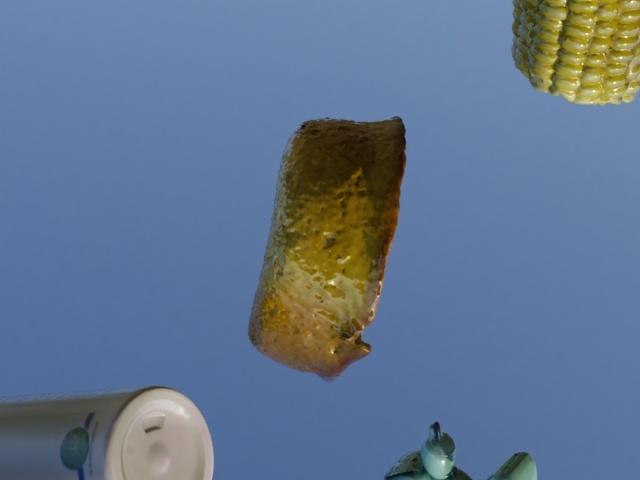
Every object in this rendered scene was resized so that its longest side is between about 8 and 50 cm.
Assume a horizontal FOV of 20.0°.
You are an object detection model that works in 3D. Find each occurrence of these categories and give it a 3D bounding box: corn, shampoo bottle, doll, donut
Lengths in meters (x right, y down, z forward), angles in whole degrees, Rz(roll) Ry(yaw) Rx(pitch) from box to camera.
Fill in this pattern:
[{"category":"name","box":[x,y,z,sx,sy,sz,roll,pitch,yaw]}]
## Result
[{"category":"corn","box":[0.157,-0.193,0.978,0.093,0.244,0.093,4,-154,-2]},{"category":"shampoo bottle","box":[-0.207,0.146,1.179,0.303,0.092,0.092,-7,-175,40]},{"category":"doll","box":[0.150,0.243,1.727,0.159,0.158,0.059,43,-127,8]},{"category":"donut","box":[-0.001,0.001,1.166,0.074,0.174,0.190,11,175,-6]}]
